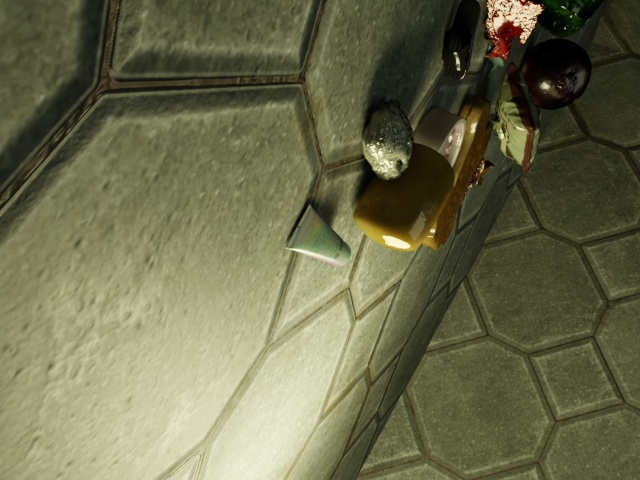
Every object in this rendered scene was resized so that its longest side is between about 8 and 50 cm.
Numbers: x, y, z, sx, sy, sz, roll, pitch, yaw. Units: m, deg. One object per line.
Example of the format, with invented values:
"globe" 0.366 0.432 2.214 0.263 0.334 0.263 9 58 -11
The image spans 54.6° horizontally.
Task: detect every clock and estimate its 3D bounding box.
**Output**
"clock" 0.247 -0.188 1.366 0.197 0.068 0.197 -51 156 -32

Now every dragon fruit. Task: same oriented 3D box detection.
"dragon fruit" 0.429 -0.493 1.389 0.192 0.122 0.092 83 23 -53

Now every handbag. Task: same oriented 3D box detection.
"handbag" 0.525 -0.322 1.668 0.235 0.127 0.213 73 4 -63

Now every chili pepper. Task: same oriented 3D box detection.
"chili pepper" 0.740 -0.759 1.762 0.385 0.213 0.167 -58 -158 -6

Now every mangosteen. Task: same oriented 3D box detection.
"mangosteen" 0.742 -0.545 2.005 0.265 0.228 0.228 -104 -155 -57

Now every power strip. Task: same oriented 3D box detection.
"power strip" 0.461 -0.512 1.543 0.137 0.044 0.216 -37 146 -52

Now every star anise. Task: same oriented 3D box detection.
"star anise" 0.482 -0.197 1.964 0.097 0.070 0.191 -23 145 -21

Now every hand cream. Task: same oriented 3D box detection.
"hand cream" 0.000 0.000 1.020 0.076 0.047 0.174 -62 152 -3

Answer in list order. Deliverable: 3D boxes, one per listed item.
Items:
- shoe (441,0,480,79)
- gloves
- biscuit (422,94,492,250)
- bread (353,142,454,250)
"shoe" 0.258 -0.379 1.177 0.053 0.062 0.159 -30 144 -36
"gloves" 0.120 -0.174 1.052 0.114 0.070 0.153 -61 152 -14
"biscuit" 0.345 -0.174 1.636 0.394 0.076 0.368 -66 160 -2
"bread" 0.160 -0.088 1.145 0.217 0.147 0.098 -61 175 -22
